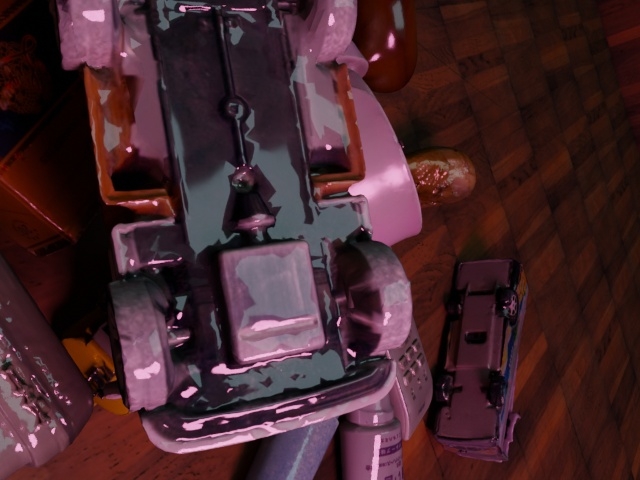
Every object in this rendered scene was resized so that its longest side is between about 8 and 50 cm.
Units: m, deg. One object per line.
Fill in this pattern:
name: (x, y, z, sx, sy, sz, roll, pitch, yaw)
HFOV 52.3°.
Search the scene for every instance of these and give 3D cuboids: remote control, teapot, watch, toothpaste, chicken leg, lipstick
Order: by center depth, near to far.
watch: (-0.008, -0.080, 0.661, 0.244, 0.196, 0.231, 149, -83, -88)
lipstick: (-0.006, 0.174, 0.720, 0.068, 0.061, 0.274, 36, 51, -10)
toothpaste: (0.065, 0.310, 0.775, 0.114, 0.073, 0.299, -4, 91, -51)
remote control: (0.077, 0.097, 0.852, 0.109, 0.055, 0.312, -28, 102, -61)
teapot: (0.063, -0.308, 0.910, 0.178, 0.135, 0.252, 86, 1, -48)
chicken leg: (0.138, -0.095, 0.963, 0.208, 0.101, 0.085, -1, 77, -35)

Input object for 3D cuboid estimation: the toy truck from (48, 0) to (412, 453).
toy truck: (-0.080, -0.075, 0.437, 0.174, 0.207, 0.387, -8, 85, -23)

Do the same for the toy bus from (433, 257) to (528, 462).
toy bus: (0.255, 0.184, 1.013, 0.138, 0.113, 0.316, 54, 44, -41)

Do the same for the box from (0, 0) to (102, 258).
box: (-0.252, -0.120, 0.503, 0.237, 0.070, 0.152, 50, 45, -32)

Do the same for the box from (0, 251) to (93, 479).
box: (-0.252, 0.063, 0.392, 0.129, 0.148, 0.210, -39, 109, -40)

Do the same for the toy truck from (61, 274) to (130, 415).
toy truck: (-0.121, 0.047, 0.581, 0.098, 0.114, 0.227, 47, 43, -3)
